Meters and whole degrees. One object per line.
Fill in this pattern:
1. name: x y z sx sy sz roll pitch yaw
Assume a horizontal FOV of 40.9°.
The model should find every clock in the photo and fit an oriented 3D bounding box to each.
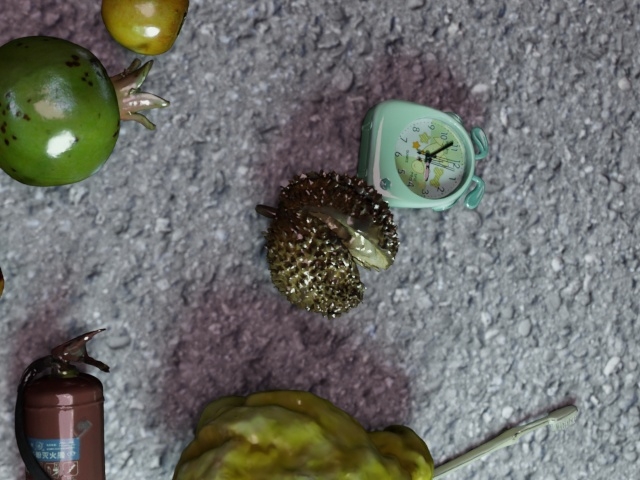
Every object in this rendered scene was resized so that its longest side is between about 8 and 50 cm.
1. clock: 0.148 -0.111 1.210 0.188 0.060 0.148 9 84 -16

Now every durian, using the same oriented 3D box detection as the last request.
1. durian: 0.000 0.000 1.127 0.196 0.167 0.196 7 60 -12

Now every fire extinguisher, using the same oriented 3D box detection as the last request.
1. fire extinguisher: -0.296 0.277 1.033 0.141 0.105 0.341 -2 89 15

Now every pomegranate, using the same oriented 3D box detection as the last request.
1. pomegranate: -0.298 -0.160 1.034 0.224 0.181 0.181 -17 93 -38

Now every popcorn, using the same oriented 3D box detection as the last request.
1. popcorn: -0.014 0.327 1.038 0.334 0.293 0.292 33 80 -29

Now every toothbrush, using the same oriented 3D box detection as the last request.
1. toothbrush: 0.250 0.298 1.242 0.294 0.026 0.028 -16 108 -17

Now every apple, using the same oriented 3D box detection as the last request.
1. apple: -0.221 -0.295 1.089 0.102 0.099 0.114 23 85 -12

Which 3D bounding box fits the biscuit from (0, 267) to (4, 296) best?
1. biscuit: -0.538 0.051 0.958 0.359 0.046 0.359 4 67 -8
